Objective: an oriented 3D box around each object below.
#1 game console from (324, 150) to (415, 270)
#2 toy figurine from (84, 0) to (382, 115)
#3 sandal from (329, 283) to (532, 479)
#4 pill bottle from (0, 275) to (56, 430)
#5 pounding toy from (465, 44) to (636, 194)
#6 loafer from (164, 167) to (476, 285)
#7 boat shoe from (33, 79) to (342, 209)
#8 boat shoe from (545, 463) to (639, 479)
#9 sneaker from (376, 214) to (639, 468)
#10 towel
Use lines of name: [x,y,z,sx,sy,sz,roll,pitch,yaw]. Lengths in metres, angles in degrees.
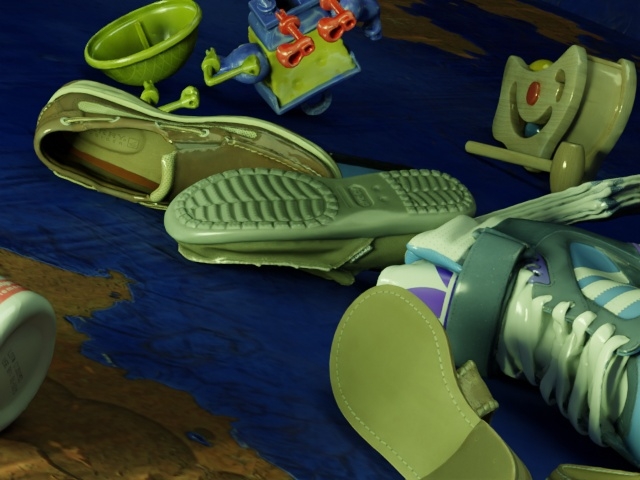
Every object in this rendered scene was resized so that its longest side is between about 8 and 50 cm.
game console: [0.049,-0.023,1.690,0.122,0.107,0.071,9,-10,-33]
toy figurine: [-0.038,-0.184,2.034,0.362,0.217,0.191,-31,51,-10]
sandal: [0.081,0.125,1.261,0.079,0.088,0.240,46,5,-36]
pill bottle: [-0.237,0.042,1.105,0.160,0.087,0.087,24,16,18]
pounding toy: [0.253,-0.159,2.221,0.155,0.154,0.269,14,16,-18]
loafer: [0.000,0.000,1.543,0.251,0.087,0.094,-1,34,-14]
boat shoe: [-0.113,-0.055,1.595,0.257,0.095,0.095,13,26,7]
boat shoe: [0.239,0.168,1.253,0.190,0.072,0.068,16,16,-8]
sneaker: [0.157,0.077,1.410,0.236,0.130,0.323,7,22,-6]
towel: [0.290,-0.034,1.814,0.285,0.034,0.209,-8,-6,-37]
